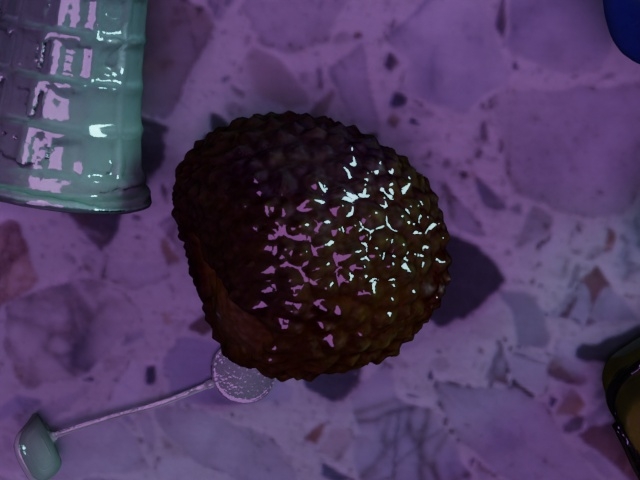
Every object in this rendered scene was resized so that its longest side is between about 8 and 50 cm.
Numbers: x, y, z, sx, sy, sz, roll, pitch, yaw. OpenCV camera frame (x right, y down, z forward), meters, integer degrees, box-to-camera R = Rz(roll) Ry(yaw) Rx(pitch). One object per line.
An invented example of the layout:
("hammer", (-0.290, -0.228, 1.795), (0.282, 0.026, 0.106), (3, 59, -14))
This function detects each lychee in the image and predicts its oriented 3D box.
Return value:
("lychee", (0.000, 0.000, 0.905), (0.188, 0.188, 0.188), (0, 105, 1))

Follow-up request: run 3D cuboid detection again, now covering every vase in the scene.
("vase", (-0.159, -0.177, 0.879), (0.143, 0.143, 0.299), (9, 102, -1))

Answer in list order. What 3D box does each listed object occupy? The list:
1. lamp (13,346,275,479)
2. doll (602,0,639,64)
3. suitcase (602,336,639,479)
("lamp", (-0.127, 0.126, 1.000), (0.198, 0.056, 0.050), (-20, 100, 3))
("doll", (0.311, -0.200, 0.854), (0.376, 0.187, 0.366), (-40, 111, -17))
("suitcase", (0.332, 0.124, 0.941), (0.235, 0.143, 0.194), (-34, 102, 10))
